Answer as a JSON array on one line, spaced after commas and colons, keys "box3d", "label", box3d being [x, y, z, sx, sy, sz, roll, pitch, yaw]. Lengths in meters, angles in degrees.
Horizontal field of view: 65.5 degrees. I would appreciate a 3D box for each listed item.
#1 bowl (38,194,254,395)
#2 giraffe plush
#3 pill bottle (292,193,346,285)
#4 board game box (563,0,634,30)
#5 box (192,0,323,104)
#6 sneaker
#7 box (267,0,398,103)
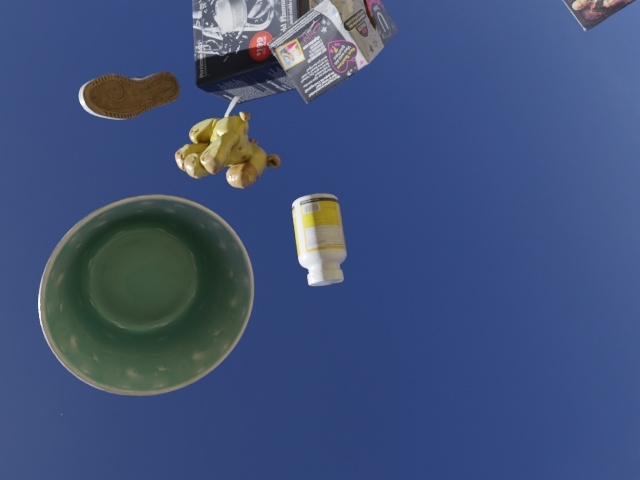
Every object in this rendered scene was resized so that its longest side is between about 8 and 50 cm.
[{"box3d": [-0.281, 0.075, 0.822, 0.312, 0.163, 0.311, -4, -81, -25], "label": "bowl"}, {"box3d": [-0.198, -0.196, 1.153, 0.210, 0.181, 0.170, -51, -47, -9], "label": "giraffe plush"}, {"box3d": [0.000, 0.000, 1.063, 0.103, 0.103, 0.184, -1, -104, -28], "label": "pill bottle"}, {"box3d": [0.342, -0.403, 0.611, 0.243, 0.165, 0.042, 37, -130, -23], "label": "board game box"}, {"box3d": [-0.148, -0.559, 1.260, 0.179, 0.312, 0.343, 4, -99, -61], "label": "box"}, {"box3d": [-0.482, -0.339, 1.184, 0.282, 0.153, 0.099, -40, -57, -55], "label": "sneaker"}, {"box3d": [0.037, -0.411, 1.007, 0.142, 0.163, 0.247, 53, -143, -20], "label": "box"}]
